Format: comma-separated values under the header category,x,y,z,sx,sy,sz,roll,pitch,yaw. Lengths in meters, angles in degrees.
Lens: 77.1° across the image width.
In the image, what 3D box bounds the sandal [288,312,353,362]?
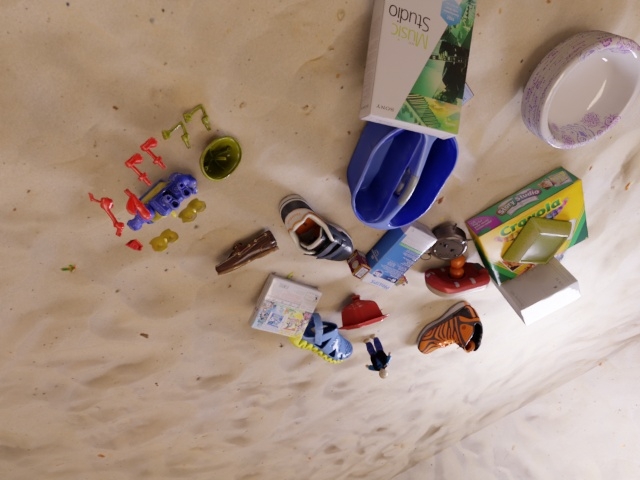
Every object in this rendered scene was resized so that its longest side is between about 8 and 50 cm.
category,x,y,z,sx,sy,sz,roll,pitch,yaw
sandal,0.023,0.372,1.544,0.317,0.126,0.138,31,111,-37

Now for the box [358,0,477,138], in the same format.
category,x,y,z,sx,sy,sz,roll,pitch,yaw
box,0.216,-0.405,0.875,0.232,0.058,0.322,5,95,-22

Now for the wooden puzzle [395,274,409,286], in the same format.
category,x,y,z,sx,sy,sz,roll,pitch,yaw
wooden puzzle,0.300,0.148,1.513,0.049,0.006,0.083,-28,132,7

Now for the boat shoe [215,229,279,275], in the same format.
category,x,y,z,sx,sy,sz,roll,pitch,yaw
boat shoe,-0.229,0.037,1.217,0.207,0.073,0.073,-26,95,0

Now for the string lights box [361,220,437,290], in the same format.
category,x,y,z,sx,sy,sz,roll,pitch,yaw
string lights box,0.253,0.046,1.364,0.133,0.077,0.260,23,119,-32

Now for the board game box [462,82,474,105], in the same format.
category,x,y,z,sx,sy,sz,roll,pitch,yaw
board game box,0.263,-0.411,1.013,0.145,0.027,0.281,-42,129,17

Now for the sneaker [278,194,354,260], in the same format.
category,x,y,z,sx,sy,sz,roll,pitch,yaw
sneaker,0.000,0.000,1.215,0.126,0.127,0.321,-41,130,16

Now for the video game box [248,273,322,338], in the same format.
category,x,y,z,sx,sy,sz,roll,pitch,yaw
video game box,-0.119,0.230,1.379,0.205,0.048,0.187,23,93,-31

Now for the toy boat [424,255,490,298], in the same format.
category,x,y,z,sx,sy,sz,roll,pitch,yaw
toy boat,0.493,0.111,1.463,0.231,0.151,0.151,-13,115,-7

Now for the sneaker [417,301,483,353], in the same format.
category,x,y,z,sx,sy,sz,roll,pitch,yaw
sneaker,0.552,0.421,1.707,0.124,0.180,0.321,19,121,-30

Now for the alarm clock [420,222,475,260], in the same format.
category,x,y,z,sx,sy,sz,roll,pitch,yaw
alarm clock,0.427,0.023,1.396,0.129,0.064,0.192,32,133,-24

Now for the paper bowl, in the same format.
category,x,y,z,sx,sy,sz,roll,pitch,yaw
paper bowl,0.674,-0.403,1.069,0.284,0.148,0.284,-9,132,-10

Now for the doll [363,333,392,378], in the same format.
category,x,y,z,sx,sy,sz,roll,pitch,yaw
doll,0.234,0.485,1.655,0.129,0.189,0.046,-38,130,15

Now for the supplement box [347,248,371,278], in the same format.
category,x,y,z,sx,sy,sz,roll,pitch,yaw
supplement box,0.128,0.080,1.348,0.043,0.083,0.055,29,116,-34

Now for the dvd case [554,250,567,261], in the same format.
category,x,y,z,sx,sy,sz,roll,pitch,yaw
dvd case,0.964,0.054,1.639,0.087,0.013,0.119,-19,131,-1

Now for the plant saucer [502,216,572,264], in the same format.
category,x,y,z,sx,sy,sz,roll,pitch,yaw
plant saucer,0.751,0.016,1.374,0.188,0.045,0.188,5,127,-19

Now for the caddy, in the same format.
category,x,y,z,sx,sy,sz,roll,pitch,yaw
caddy,0.210,-0.180,1.073,0.241,0.179,0.341,6,132,-19

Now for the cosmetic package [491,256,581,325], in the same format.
category,x,y,z,sx,sy,sz,roll,pitch,yaw
cosmetic package,0.813,0.163,1.541,0.224,0.224,0.138,-34,131,11

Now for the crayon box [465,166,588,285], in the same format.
category,x,y,z,sx,sy,sz,roll,pitch,yaw
crayon box,0.738,-0.037,1.427,0.363,0.106,0.313,-32,131,10

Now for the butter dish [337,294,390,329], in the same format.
category,x,y,z,sx,sy,sz,roll,pitch,yaw
butter dish,0.146,0.260,1.493,0.159,0.118,0.160,-11,170,-29

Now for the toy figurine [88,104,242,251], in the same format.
category,x,y,z,sx,sy,sz,roll,pitch,yaw
toy figurine,-0.384,-0.139,0.977,0.191,0.217,0.363,48,61,-26
